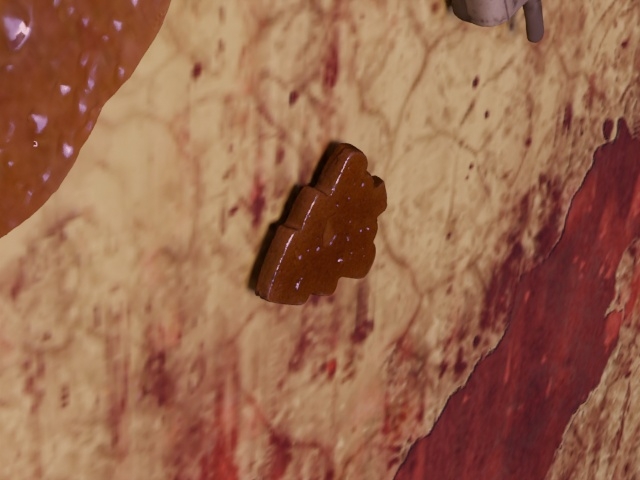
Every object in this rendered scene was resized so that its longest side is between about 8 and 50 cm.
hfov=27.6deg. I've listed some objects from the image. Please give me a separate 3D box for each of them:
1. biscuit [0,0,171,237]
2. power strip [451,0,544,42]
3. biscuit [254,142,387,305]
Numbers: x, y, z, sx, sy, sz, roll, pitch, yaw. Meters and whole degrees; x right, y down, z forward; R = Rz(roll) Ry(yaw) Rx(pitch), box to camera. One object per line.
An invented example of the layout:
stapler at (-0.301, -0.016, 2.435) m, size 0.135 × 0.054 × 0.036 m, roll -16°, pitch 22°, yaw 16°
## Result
biscuit at (-0.115, -0.078, 0.425) m, size 0.220 × 0.029 × 0.142 m, roll -60°, pitch 145°, yaw -7°
power strip at (0.080, -0.197, 0.597) m, size 0.092 × 0.034 × 0.268 m, roll -46°, pitch 139°, yaw -25°
biscuit at (0.000, 0.000, 0.623) m, size 0.092 × 0.016 × 0.082 m, roll -42°, pitch 142°, yaw -28°
